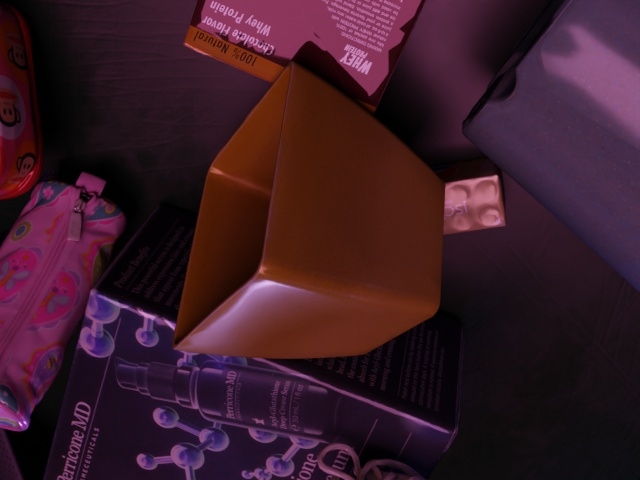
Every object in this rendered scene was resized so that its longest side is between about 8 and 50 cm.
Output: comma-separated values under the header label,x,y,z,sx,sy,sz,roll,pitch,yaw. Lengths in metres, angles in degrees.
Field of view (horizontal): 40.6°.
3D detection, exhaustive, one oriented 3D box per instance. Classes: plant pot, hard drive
label,x,y,z,sx,sy,sz,roll,pitch,yaw
plant pot,0.326,-0.096,0.734,0.334,0.341,0.341,37,117,0
plant pot,0.000,0.000,0.811,0.187,0.212,0.212,19,149,-20
hard drive,-0.476,0.352,1.205,0.255,0.054,0.172,-42,66,26

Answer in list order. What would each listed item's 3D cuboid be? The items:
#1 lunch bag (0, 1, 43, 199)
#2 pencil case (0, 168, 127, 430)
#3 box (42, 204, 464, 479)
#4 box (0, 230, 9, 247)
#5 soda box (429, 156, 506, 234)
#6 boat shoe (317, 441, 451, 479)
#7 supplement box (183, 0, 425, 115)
label,x,y,z,sx,sy,sz,roll,pitch,yaw
lunch bag,-0.453,-0.159,0.925,0.293,0.120,0.258,-7,90,14
pencil case,-0.312,0.061,0.940,0.124,0.284,0.124,15,149,9
box,-0.074,0.187,1.001,0.396,0.212,0.293,21,119,0
box,-0.432,0.094,1.051,0.156,0.158,0.093,-36,105,25
soda box,0.107,-0.041,0.938,0.181,0.058,0.061,-8,115,15
boat shoe,0.046,0.271,0.839,0.367,0.136,0.156,-22,108,31
supplement box,0.004,-0.247,0.812,0.191,0.129,0.194,23,118,-2
